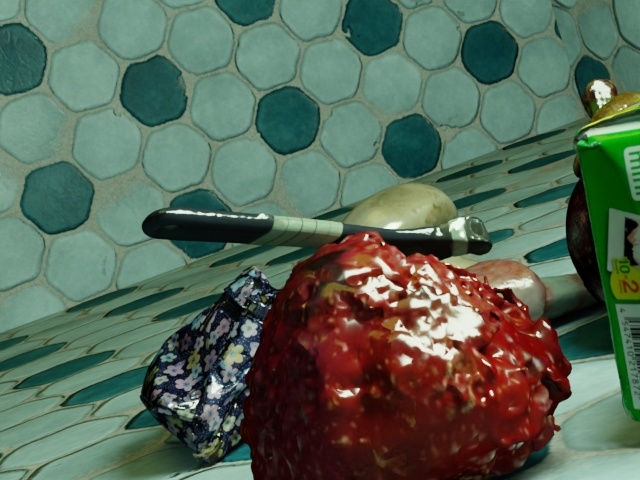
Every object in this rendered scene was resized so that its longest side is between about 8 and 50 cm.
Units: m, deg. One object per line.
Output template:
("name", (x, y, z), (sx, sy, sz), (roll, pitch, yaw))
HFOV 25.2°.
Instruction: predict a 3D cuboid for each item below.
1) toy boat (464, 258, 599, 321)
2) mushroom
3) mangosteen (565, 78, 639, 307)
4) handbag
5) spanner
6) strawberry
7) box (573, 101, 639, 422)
("toy boat", (0.250, 0.060, 1.575), (0.282, 0.096, 0.206), (-11, -11, -21))
("mushroom", (0.111, 0.033, 1.787), (0.209, 0.206, 0.206), (24, 7, -1))
("mangosteen", (0.331, -0.046, 1.389), (0.228, 0.265, 0.228), (-29, -15, -9))
("handbag", (-0.095, 0.125, 1.535), (0.208, 0.127, 0.228), (-48, 8, -7))
("spanner", (0.000, 0.000, 1.145), (0.316, 0.024, 0.087), (4, -25, -33))
("strawberry", (0.053, 0.099, 1.113), (0.274, 0.220, 0.274), (-20, 9, 3))
("box", (0.282, 0.009, 1.103), (0.103, 0.250, 0.180), (-8, 10, 29))
